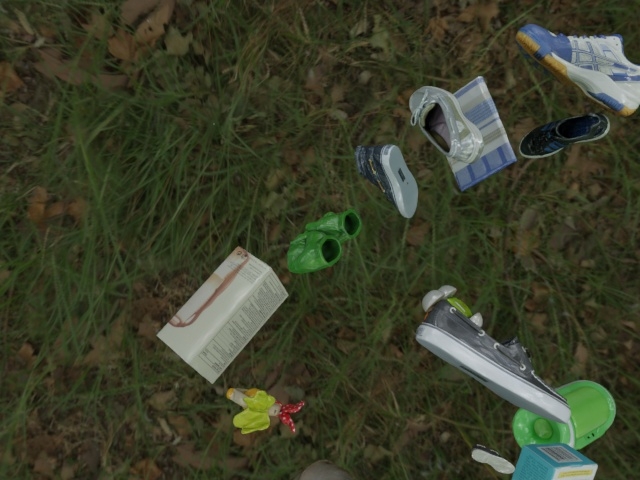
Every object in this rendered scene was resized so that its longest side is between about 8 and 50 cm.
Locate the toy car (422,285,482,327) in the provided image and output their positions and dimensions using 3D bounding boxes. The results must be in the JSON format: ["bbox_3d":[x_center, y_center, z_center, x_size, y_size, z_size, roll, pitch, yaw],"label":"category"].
[{"bbox_3d":[0.363,0.227,1.701,0.159,0.182,0.136,47,120,22],"label":"toy car"}]

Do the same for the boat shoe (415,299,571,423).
[{"bbox_3d":[0.236,0.156,0.778,0.228,0.080,0.076,31,76,4],"label":"boat shoe"}]

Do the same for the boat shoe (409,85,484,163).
[{"bbox_3d":[0.317,-0.319,1.583,0.103,0.321,0.118,2,133,-27],"label":"boat shoe"}]

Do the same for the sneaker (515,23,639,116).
[{"bbox_3d":[0.559,-0.389,1.246,0.296,0.112,0.131,33,104,0],"label":"sneaker"}]

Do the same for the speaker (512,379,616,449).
[{"bbox_3d":[0.541,0.387,1.293,0.296,0.131,0.131,1,103,-45],"label":"speaker"}]

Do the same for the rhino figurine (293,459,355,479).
[{"bbox_3d":[-0.014,0.312,0.515,0.106,0.073,0.243,47,48,-29],"label":"rhino figurine"}]

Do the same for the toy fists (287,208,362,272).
[{"bbox_3d":[0.000,0.000,1.620,0.142,0.279,0.096,-21,109,36],"label":"toy fists"}]

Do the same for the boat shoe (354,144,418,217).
[{"bbox_3d":[0.133,-0.120,1.170,0.065,0.083,0.183,-56,139,-27],"label":"boat shoe"}]

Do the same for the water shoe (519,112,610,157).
[{"bbox_3d":[0.521,-0.239,1.296,0.080,0.203,0.073,5,74,-44],"label":"water shoe"}]

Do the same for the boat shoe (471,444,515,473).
[{"bbox_3d":[0.481,0.607,1.644,0.125,0.038,0.046,20,114,5],"label":"boat shoe"}]

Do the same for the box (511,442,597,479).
[{"bbox_3d":[0.307,0.417,0.848,0.100,0.060,0.245,11,100,-32],"label":"box"}]

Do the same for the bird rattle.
[{"bbox_3d":[-0.181,0.517,1.881,0.253,0.206,0.143,14,94,-56],"label":"bird rattle"}]

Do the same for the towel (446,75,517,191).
[{"bbox_3d":[0.444,-0.312,1.737,0.034,0.209,0.285,-3,69,-42],"label":"towel"}]

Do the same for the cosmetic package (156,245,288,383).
[{"bbox_3d":[-0.235,0.182,1.459,0.296,0.129,0.153,-49,148,-18],"label":"cosmetic package"}]
